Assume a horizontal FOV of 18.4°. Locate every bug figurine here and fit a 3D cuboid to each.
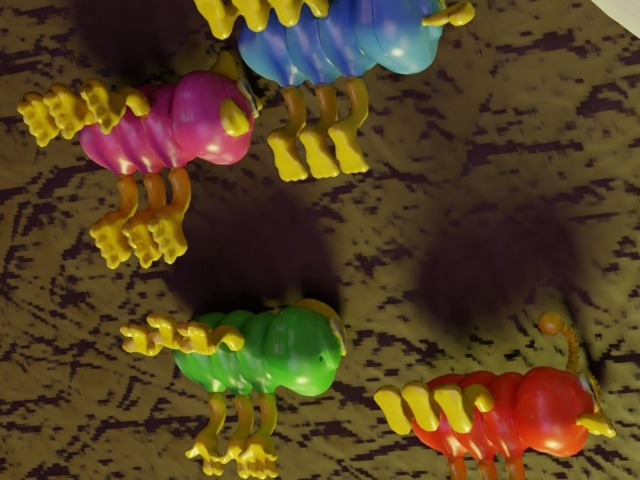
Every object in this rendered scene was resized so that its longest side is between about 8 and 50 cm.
[{"bbox_3d":[0.000,0.000,0.813,0.216,0.072,0.279,-2,125,33],"label":"bug figurine"}]

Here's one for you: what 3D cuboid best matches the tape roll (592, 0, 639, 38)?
[{"bbox_3d":[0.204,-0.207,0.582,0.392,0.072,0.392,12,126,17],"label":"tape roll"}]
